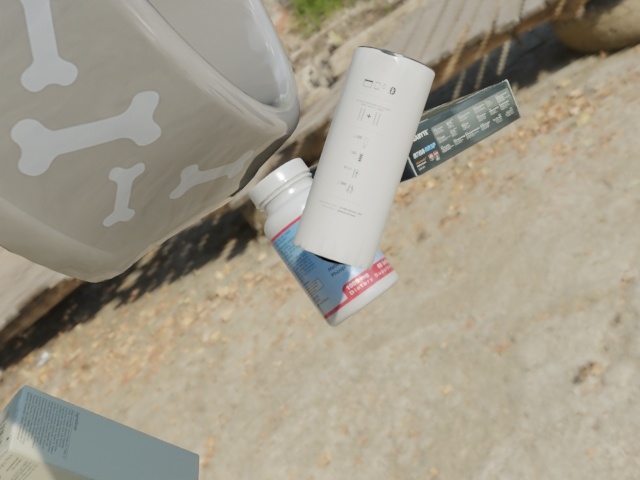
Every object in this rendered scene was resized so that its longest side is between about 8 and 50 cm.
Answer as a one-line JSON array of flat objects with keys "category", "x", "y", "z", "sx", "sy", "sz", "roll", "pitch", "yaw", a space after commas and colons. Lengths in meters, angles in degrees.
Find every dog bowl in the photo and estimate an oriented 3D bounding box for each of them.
[{"category": "dog bowl", "x": -0.134, "y": -0.153, "z": 0.442, "sx": 0.102, "sy": 0.349, "sz": 0.349, "roll": -33, "pitch": 21, "yaw": 13}]

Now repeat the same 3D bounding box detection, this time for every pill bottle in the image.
[{"category": "pill bottle", "x": 0.000, "y": 0.000, "z": 0.961, "sx": 0.087, "sy": 0.160, "sz": 0.087, "roll": -36, "pitch": -4, "yaw": -3}]

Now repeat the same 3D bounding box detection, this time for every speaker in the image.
[{"category": "speaker", "x": 0.027, "y": -0.051, "z": 0.614, "sx": 0.055, "sy": 0.055, "sz": 0.136, "roll": 21, "pitch": 94, "yaw": 66}]

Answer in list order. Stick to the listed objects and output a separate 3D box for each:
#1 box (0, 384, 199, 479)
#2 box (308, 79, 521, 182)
[{"category": "box", "x": -0.301, "y": 0.305, "z": 1.278, "sx": 0.094, "sy": 0.275, "sz": 0.113, "roll": -45, "pitch": 28, "yaw": 29}, {"category": "box", "x": 0.100, "y": -0.108, "z": 1.097, "sx": 0.175, "sy": 0.051, "sz": 0.220, "roll": -16, "pitch": 11, "yaw": 48}]
